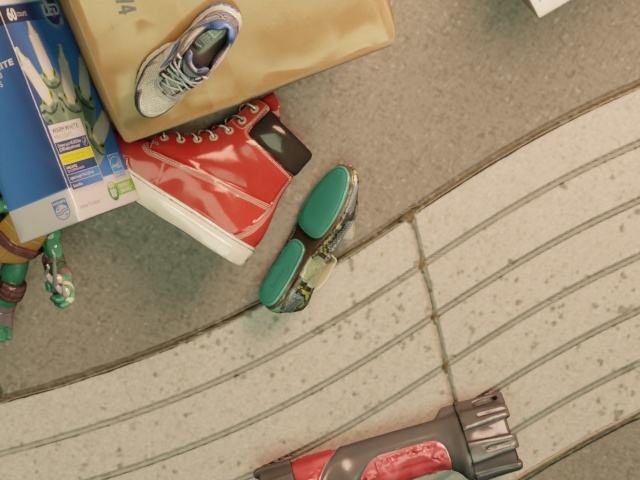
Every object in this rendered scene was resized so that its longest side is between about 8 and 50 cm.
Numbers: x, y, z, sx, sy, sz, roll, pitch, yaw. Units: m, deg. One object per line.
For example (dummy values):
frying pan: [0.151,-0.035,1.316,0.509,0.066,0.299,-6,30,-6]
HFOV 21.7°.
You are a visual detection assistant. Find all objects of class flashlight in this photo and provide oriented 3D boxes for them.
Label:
flashlight: [0.080,0.272,1.936,0.304,0.103,0.103,-14,113,0]

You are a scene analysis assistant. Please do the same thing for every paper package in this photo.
paper package: [-0.117,-0.307,1.627,0.309,0.168,0.325,-20,115,3]

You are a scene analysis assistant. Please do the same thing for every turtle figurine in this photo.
turtle figurine: [-0.321,0.002,1.752,0.175,0.118,0.234,40,125,-3]

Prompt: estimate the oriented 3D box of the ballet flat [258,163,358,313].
ballet flat: [0.000,0.000,1.839,0.070,0.070,0.188,28,109,-18]

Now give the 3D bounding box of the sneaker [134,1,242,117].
sneaker: [-0.127,-0.165,1.565,0.052,0.058,0.135,37,105,-19]

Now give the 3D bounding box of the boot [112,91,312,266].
boot: [-0.139,-0.108,1.765,0.244,0.088,0.176,31,90,-9]

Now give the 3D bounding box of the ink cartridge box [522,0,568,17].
ink cartridge box: [0.273,-0.324,1.681,0.203,0.148,0.086,-31,112,5]

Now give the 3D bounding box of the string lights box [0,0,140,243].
string lights box: [-0.282,-0.139,1.644,0.077,0.133,0.259,-20,94,22]
